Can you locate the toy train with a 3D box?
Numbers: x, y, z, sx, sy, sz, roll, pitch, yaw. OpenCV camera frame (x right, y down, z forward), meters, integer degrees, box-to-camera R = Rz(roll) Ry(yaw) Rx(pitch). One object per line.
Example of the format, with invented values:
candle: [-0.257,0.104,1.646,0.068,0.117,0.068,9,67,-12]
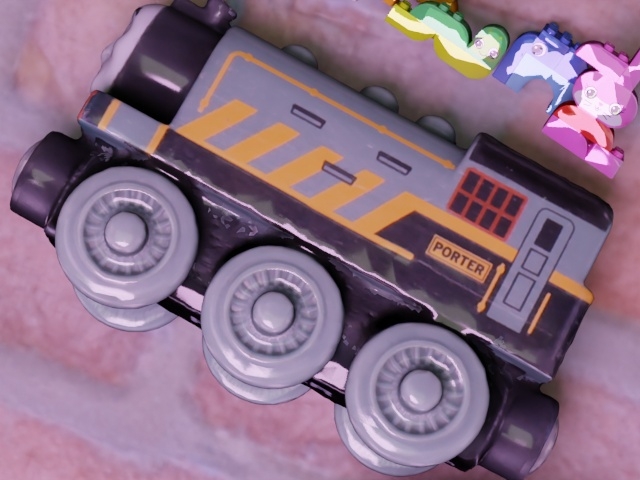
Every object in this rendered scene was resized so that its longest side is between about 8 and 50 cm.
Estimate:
toy train: [0.000,0.000,1.035,0.334,0.142,0.190,28,79,4]

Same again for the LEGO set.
LEGO set: [0.098,-0.144,1.045,0.227,0.087,0.093,34,106,2]
